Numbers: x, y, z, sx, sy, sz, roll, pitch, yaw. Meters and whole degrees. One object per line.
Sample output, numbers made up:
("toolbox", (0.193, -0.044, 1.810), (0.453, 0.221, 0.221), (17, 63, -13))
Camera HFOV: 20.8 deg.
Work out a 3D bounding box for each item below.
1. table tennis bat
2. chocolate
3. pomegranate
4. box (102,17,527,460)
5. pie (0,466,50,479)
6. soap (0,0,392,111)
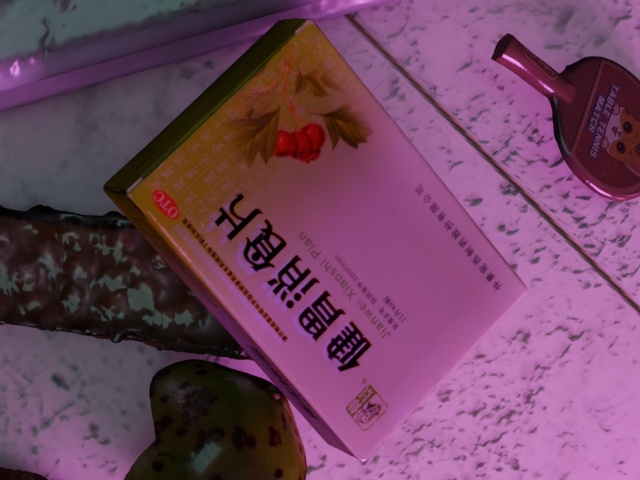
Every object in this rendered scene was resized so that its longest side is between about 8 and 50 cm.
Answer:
("table tennis bat", (0.164, -0.088, 1.324), (0.170, 0.119, 0.107), (34, 60, -25))
("chocolate", (-0.129, 0.035, 1.271), (0.329, 0.065, 0.102), (8, 69, -4))
("pomegranate", (-0.076, 0.172, 1.235), (0.122, 0.143, 0.169), (19, 75, 25))
("box", (0.001, 0.000, 1.205), (0.175, 0.062, 0.260), (-45, 111, -13))
("pie", (-0.251, 0.267, 1.269), (0.204, 0.054, 0.218), (35, 89, -4))
("soap", (-0.155, -0.250, 1.228), (0.446, 0.156, 0.261), (-16, 91, -3))
